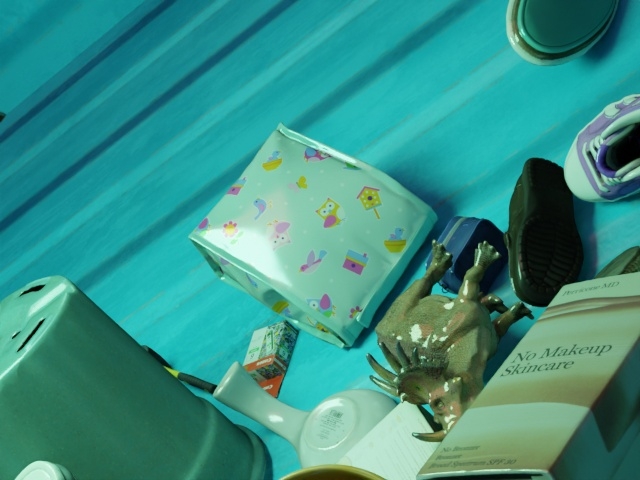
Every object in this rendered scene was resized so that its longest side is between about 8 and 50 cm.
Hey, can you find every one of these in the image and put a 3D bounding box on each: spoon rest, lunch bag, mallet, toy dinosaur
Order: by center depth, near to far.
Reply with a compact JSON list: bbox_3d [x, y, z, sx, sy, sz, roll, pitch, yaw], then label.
[{"bbox_3d":[0.119,0.109,1.502,0.200,0.127,0.295,-45,15,-11],"label":"toy dinosaur"},{"bbox_3d":[0.174,0.022,1.645,0.065,0.067,0.098,7,59,57],"label":"lunch bag"},{"bbox_3d":[-0.010,0.220,1.646,0.276,0.084,0.137,18,67,45],"label":"spoon rest"},{"bbox_3d":[0.000,0.000,1.813,0.262,0.160,0.223,29,73,28],"label":"lunch bag"},{"bbox_3d":[-0.210,0.189,1.959,0.189,0.062,0.039,6,58,56],"label":"mallet"}]

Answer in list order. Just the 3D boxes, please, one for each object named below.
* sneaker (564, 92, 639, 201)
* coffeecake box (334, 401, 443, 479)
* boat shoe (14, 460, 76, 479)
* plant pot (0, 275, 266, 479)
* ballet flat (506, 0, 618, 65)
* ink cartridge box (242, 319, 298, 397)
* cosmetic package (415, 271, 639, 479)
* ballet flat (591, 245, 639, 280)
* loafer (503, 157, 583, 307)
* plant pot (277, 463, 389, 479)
[{"bbox_3d":[0.319,-0.100,1.457,0.161,0.102,0.282,-25,-7,-32],"label":"sneaker"},{"bbox_3d":[0.069,0.277,1.449,0.185,0.068,0.142,-43,28,5],"label":"coffeecake box"},{"bbox_3d":[-0.303,0.391,1.531,0.116,0.099,0.319,20,106,42],"label":"boat shoe"},{"bbox_3d":[-0.299,0.244,1.668,0.341,0.334,0.341,-32,23,15],"label":"plant pot"},{"bbox_3d":[0.346,-0.360,1.879,0.139,0.139,0.400,-9,41,49],"label":"ballet flat"},{"bbox_3d":[-0.074,0.165,1.837,0.063,0.029,0.115,-23,35,37],"label":"ink cartridge box"},{"bbox_3d":[0.236,0.161,1.214,0.153,0.129,0.296,-14,22,44],"label":"cosmetic package"},{"bbox_3d":[0.275,0.109,1.414,0.250,0.058,0.084,-52,2,-23],"label":"ballet flat"},{"bbox_3d":[0.253,0.002,1.574,0.220,0.080,0.078,-76,9,-45],"label":"loafer"},{"bbox_3d":[0.038,0.323,1.263,0.205,0.188,0.205,-7,70,20],"label":"plant pot"}]
